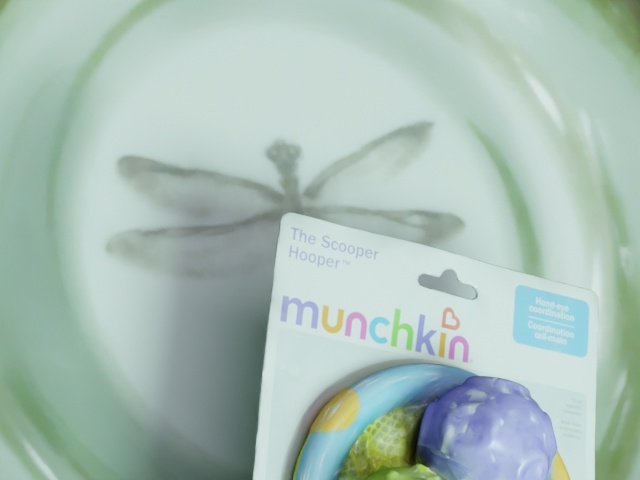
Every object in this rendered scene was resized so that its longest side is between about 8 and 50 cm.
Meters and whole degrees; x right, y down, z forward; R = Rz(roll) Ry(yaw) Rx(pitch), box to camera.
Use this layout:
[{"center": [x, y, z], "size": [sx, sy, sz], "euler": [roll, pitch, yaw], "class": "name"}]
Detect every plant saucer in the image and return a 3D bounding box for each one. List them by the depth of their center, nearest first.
[{"center": [0.000, 0.000, 0.552], "size": [0.400, 0.100, 0.400], "euler": [7, 73, -25], "class": "plant saucer"}]

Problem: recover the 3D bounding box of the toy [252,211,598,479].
[{"center": [0.046, 0.112, 0.458], "size": [0.137, 0.056, 0.237], "euler": [15, 71, -25], "class": "toy"}]
